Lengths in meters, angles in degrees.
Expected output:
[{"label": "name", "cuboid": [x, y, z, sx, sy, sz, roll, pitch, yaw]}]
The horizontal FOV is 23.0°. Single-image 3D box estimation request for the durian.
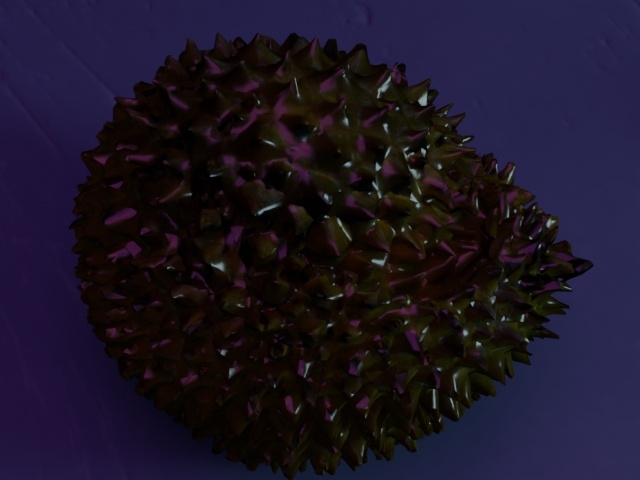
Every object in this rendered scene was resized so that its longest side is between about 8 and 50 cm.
[{"label": "durian", "cuboid": [-0.007, 0.007, 0.917, 0.293, 0.258, 0.258, 32, 65, 5]}]
